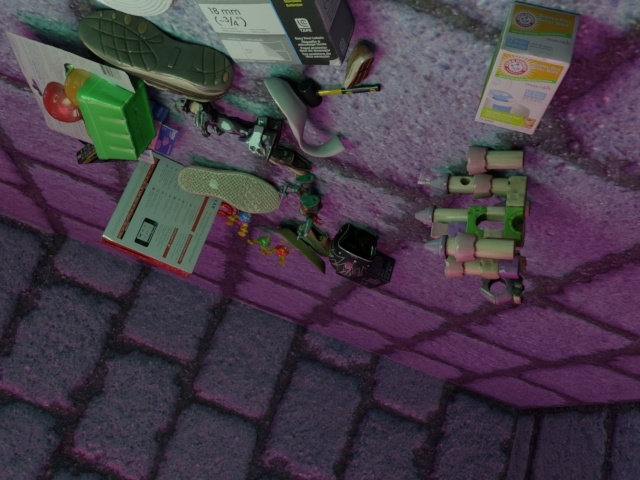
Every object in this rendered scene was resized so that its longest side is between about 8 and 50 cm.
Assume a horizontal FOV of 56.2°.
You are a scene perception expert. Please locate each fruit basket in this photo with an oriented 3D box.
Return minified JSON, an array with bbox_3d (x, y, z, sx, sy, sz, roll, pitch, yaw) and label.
[{"bbox_3d":[-0.605,-0.364,1.552,0.353,0.165,0.327,24,147,15],"label":"fruit basket"}]

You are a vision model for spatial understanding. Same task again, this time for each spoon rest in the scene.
[{"bbox_3d":[-0.048,-0.278,1.406,0.084,0.137,0.276,-38,138,13],"label":"spoon rest"}]

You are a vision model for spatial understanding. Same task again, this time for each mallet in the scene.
[{"bbox_3d":[0.045,-0.323,1.321,0.189,0.039,0.062,6,156,22],"label":"mallet"}]

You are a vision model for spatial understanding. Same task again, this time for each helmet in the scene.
[{"bbox_3d":[0.104,0.042,1.994,0.169,0.161,0.169,17,159,7],"label":"helmet"}]

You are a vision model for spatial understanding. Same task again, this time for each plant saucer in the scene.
[{"bbox_3d":[-0.062,0.030,2.172,0.241,0.037,0.241,42,177,2],"label":"plant saucer"}]

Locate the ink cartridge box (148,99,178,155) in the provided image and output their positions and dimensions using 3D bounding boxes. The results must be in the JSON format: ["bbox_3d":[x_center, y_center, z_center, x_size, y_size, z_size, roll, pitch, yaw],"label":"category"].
[{"bbox_3d":[-0.552,-0.362,1.709,0.311,0.065,0.186,27,156,-13],"label":"ink cartridge box"}]

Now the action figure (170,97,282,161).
[{"bbox_3d":[-0.243,-0.294,1.499,0.285,0.099,0.185,19,-160,0],"label":"action figure"}]

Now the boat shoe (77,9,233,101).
[{"bbox_3d":[-0.376,-0.399,1.366,0.355,0.132,0.130,23,159,-5],"label":"boat shoe"}]

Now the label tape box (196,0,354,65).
[{"bbox_3d":[-0.105,-0.452,1.025,0.240,0.106,0.334,9,157,24],"label":"label tape box"}]

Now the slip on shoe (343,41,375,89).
[{"bbox_3d":[0.072,-0.352,1.214,0.041,0.051,0.135,60,168,5],"label":"slip on shoe"}]

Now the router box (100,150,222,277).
[{"bbox_3d":[-0.507,-0.088,1.969,0.301,0.335,0.082,25,158,-15],"label":"router box"}]

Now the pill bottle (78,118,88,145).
[{"bbox_3d":[-0.710,-0.345,1.846,0.094,0.094,0.169,21,160,-4],"label":"pill bottle"}]

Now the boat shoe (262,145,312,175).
[{"bbox_3d":[-0.088,-0.229,1.652,0.152,0.056,0.049,22,157,-33],"label":"boat shoe"}]

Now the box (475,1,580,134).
[{"bbox_3d":[0.349,-0.290,1.029,0.114,0.103,0.203,16,159,8],"label":"box"}]

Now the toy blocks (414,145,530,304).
[{"bbox_3d":[0.348,-0.031,1.426,0.260,0.289,0.309,2,156,24],"label":"toy blocks"}]

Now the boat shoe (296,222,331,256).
[{"bbox_3d":[0.000,0.000,2.132,0.072,0.068,0.190,-18,142,35],"label":"boat shoe"}]

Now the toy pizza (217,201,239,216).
[{"bbox_3d":[-0.394,-0.132,2.188,0.201,0.032,0.201,17,159,7],"label":"toy pizza"}]

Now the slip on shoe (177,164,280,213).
[{"bbox_3d":[-0.286,-0.170,1.918,0.331,0.123,0.101,14,-169,2],"label":"slip on shoe"}]

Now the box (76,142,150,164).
[{"bbox_3d":[-0.640,-0.283,1.868,0.184,0.045,0.190,-8,177,-38],"label":"box"}]

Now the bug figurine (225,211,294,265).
[{"bbox_3d":[-0.230,-0.026,2.195,0.279,0.072,0.216,43,165,-25],"label":"bug figurine"}]

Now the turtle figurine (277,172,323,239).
[{"bbox_3d":[-0.053,-0.111,1.832,0.175,0.118,0.234,58,162,13],"label":"turtle figurine"}]

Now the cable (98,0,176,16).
[{"bbox_3d":[-0.371,-0.523,1.105,0.257,0.089,0.257,22,159,-6],"label":"cable"}]

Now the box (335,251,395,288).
[{"bbox_3d":[0.163,0.096,2.177,0.158,0.093,0.156,24,159,-15],"label":"box"}]
